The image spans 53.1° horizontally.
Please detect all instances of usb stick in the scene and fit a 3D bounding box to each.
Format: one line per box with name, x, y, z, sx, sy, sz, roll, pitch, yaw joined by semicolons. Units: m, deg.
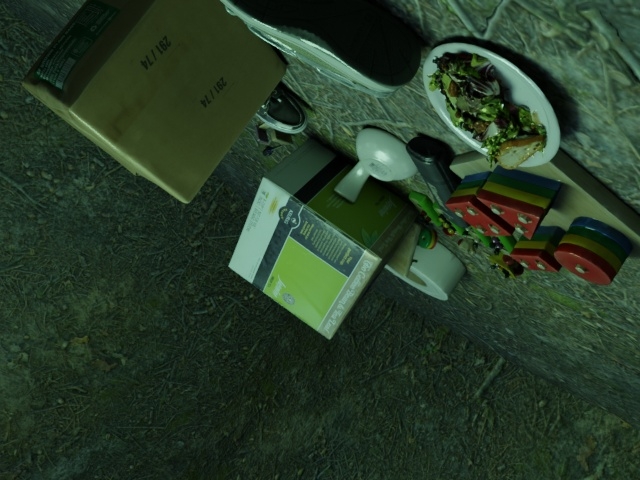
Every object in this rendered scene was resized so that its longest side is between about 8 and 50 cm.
usb stick;0.225;-0.100;1.168;0.077;0.045;0.278;30;172;34

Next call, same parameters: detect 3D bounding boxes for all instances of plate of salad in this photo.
plate of salad;0.201;-0.157;0.792;0.200;0.048;0.200;39;167;11

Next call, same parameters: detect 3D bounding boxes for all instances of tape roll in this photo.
tape roll;0.260;0.050;1.793;0.286;0.100;0.286;33;173;4

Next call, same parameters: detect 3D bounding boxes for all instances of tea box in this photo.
tea box;0.000;0.000;1.536;0.323;0.220;0.329;36;135;8

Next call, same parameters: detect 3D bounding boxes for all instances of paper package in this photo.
paper package;-0.263;-0.281;1.081;0.168;0.325;0.309;28;170;38

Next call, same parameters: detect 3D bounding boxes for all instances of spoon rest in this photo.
spoon rest;0.108;-0.155;1.290;0.137;0.084;0.276;34;160;-9

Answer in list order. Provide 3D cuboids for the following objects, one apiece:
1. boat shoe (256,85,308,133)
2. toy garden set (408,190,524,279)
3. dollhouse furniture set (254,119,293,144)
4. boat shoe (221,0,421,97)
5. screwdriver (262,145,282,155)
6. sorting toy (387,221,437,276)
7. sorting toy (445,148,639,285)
boat shoe;-0.121;-0.301;1.291;0.228;0.080;0.076;42;-177;-2
toy garden set;0.317;-0.002;1.383;0.244;0.049;0.204;28;170;43
dollhouse furniture set;-0.094;-0.286;1.547;0.081;0.091;0.114;-24;161;34
boat shoe;-0.025;-0.286;0.811;0.320;0.118;0.103;29;169;-8
screwdriver;-0.134;-0.261;1.853;0.025;0.024;0.170;39;167;-22
sorting toy;0.208;0.007;1.589;0.046;0.132;0.274;9;-167;-23
sorting toy;0.331;-0.031;0.966;0.257;0.089;0.255;36;173;-11
